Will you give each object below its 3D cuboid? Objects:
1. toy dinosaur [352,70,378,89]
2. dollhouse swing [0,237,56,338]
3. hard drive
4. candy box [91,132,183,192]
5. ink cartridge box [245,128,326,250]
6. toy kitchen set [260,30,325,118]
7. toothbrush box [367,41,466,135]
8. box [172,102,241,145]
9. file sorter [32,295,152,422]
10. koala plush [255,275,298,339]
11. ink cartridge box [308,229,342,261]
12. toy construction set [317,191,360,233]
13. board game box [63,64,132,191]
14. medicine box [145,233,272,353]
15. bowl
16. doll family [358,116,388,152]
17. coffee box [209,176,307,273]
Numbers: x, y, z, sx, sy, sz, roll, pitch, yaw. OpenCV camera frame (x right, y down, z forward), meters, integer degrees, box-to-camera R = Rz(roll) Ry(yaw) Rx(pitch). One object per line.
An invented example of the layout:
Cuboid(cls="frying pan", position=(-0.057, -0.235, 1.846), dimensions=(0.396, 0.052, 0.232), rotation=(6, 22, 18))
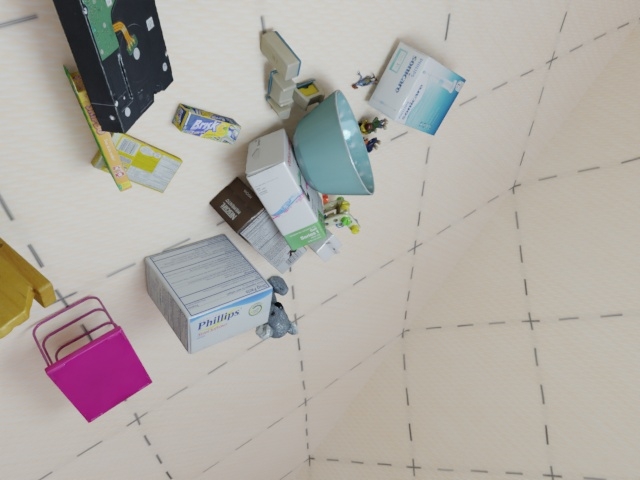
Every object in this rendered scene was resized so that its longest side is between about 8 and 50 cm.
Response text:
Cuboid(cls="toy dinosaur", position=(0.137, -0.484, 1.637), dimensions=(0.082, 0.047, 0.090), rotation=(-27, 155, 4))
Cuboid(cls="dollhouse swing", position=(-0.742, 0.211, 1.099), dimensions=(0.347, 0.315, 0.305), rotation=(-43, 154, -32))
Cuboid(cls="hard drive", position=(-0.395, -0.412, 1.020), dimensions=(0.339, 0.064, 0.237), rotation=(88, 15, -45))
Cuboid(cls="candy box", position=(-0.451, -0.195, 1.317), dimensions=(0.105, 0.027, 0.206), rotation=(-52, 144, 12))
Cuboid(cls="ink cartridge box", position=(-0.094, -0.146, 1.504), dimensions=(0.117, 0.201, 0.278), rotation=(-21, 126, 12))
Cuboid(cls="toy kitchen set", position=(-0.067, -0.454, 1.419), dimensions=(0.166, 0.122, 0.207), rotation=(-28, 161, -25))
Cuboid(cls="toothbrush box", position=(0.319, -0.485, 1.726), dimensions=(0.295, 0.126, 0.216), rotation=(-2, 126, -54))
Cuboid(cls="box", position=(-0.291, -0.297, 1.361), dimensions=(0.169, 0.054, 0.059), rotation=(6, 119, -48))
Cuboid(cls="file sorter", position=(-0.644, 0.328, 1.493), dimensions=(0.202, 0.182, 0.291), rotation=(-31, 143, -23))
Cuboid(cls="koala plush", position=(-0.185, 0.264, 1.873), dimensions=(0.196, 0.221, 0.203), rotation=(4, 122, -48))
Cuboid(cls="ink cartridge box", position=(0.000, 0.000, 1.874), dimensions=(0.090, 0.143, 0.092), rotation=(-46, 145, -1))
Cuboid(cls="toy construction set", position=(0.015, -0.148, 1.732), dimensions=(0.215, 0.151, 0.328), rotation=(-9, 124, 0))
Cuboid(cls="board game box", position=(-0.478, -0.241, 1.135), dimensions=(0.039, 0.124, 0.259), rotation=(-27, 134, -17))
Cuboid(cls="medicine box", position=(-0.329, 0.145, 1.547), dimensions=(0.263, 0.289, 0.149), rotation=(-19, 136, -33))
Cuboid(cls="bowl", position=(0.029, -0.254, 1.512), dimensions=(0.163, 0.311, 0.311), rotation=(-17, 148, 15))
Cuboid(cls="doll family", position=(0.143, -0.337, 1.757), dimensions=(0.111, 0.076, 0.193), rotation=(-21, 141, -39))
Cuboid(cls="coffee box", position=(-0.185, -0.040, 1.624), dimensions=(0.119, 0.168, 0.297), rotation=(-44, 144, -2))
